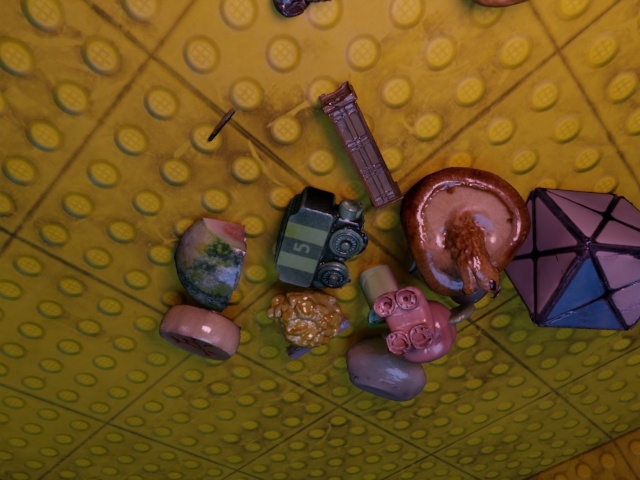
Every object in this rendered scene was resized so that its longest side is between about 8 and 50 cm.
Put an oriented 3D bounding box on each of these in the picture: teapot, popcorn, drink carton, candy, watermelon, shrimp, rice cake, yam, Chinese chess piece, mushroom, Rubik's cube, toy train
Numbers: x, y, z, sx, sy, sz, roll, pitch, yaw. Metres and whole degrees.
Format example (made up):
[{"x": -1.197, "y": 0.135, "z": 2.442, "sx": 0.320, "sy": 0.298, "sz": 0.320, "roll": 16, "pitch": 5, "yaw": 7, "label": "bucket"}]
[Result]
[{"x": 0.382, "y": 0.087, "z": 1.358, "sx": 0.251, "sy": 0.183, "sz": 0.183, "roll": 17, "pitch": 124, "yaw": -6, "label": "teapot"}, {"x": -0.050, "y": 0.234, "z": 1.406, "sx": 0.235, "sy": 0.217, "sz": 0.181, "roll": 6, "pitch": 100, "yaw": -3, "label": "popcorn"}, {"x": 0.190, "y": 0.161, "z": 1.383, "sx": 0.146, "sy": 0.142, "sz": 0.144, "roll": -16, "pitch": 146, "yaw": -7, "label": "drink carton"}, {"x": 0.230, "y": 0.442, "z": 1.575, "sx": 0.295, "sy": 0.185, "sz": 0.295, "roll": 15, "pitch": 148, "yaw": 9, "label": "candy"}, {"x": -0.312, "y": 0.092, "z": 1.304, "sx": 0.224, "sy": 0.180, "sz": 0.305, "roll": 41, "pitch": 128, "yaw": 19, "label": "watermelon"}, {"x": 0.010, "y": -0.515, "z": 0.896, "sx": 0.233, "sy": 0.090, "sz": 0.079, "roll": -10, "pitch": 109, "yaw": 19, "label": "shrimp"}, {"x": -0.009, "y": 0.341, "z": 1.574, "sx": 0.270, "sy": 0.049, "sz": 0.055, "roll": -35, "pitch": 137, "yaw": 17, "label": "rice cake"}, {"x": -0.242, "y": -0.281, "z": 1.097, "sx": 0.014, "sy": 0.014, "sz": 0.107, "roll": 34, "pitch": 116, "yaw": -27, "label": "yam"}, {"x": -0.372, "y": 0.286, "z": 1.398, "sx": 0.250, "sy": 0.103, "sz": 0.250, "roll": 13, "pitch": 152, "yaw": 7, "label": "Chinese chess piece"}, {"x": 0.378, "y": -0.025, "z": 1.158, "sx": 0.345, "sy": 0.259, "sz": 0.345, "roll": 0, "pitch": 91, "yaw": 3, "label": "mushroom"}, {"x": 0.745, "y": 0.057, "z": 1.278, "sx": 0.307, "sy": 0.310, "sz": 0.305, "roll": 5, "pitch": 126, "yaw": -7, "label": "Rubik's cube"}, {"x": 0.000, "y": 0.000, "z": 1.256, "sx": 0.238, "sy": 0.167, "sz": 0.299, "roll": 16, "pitch": 123, "yaw": -6, "label": "toy train"}]

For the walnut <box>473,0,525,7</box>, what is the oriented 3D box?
[{"x": 0.380, "y": -0.547, "z": 0.875, "sx": 0.197, "sy": 0.165, "sz": 0.165, "roll": -7, "pitch": 128, "yaw": 3, "label": "walnut"}]

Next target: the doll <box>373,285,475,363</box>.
[{"x": 0.285, "y": 0.224, "z": 1.269, "sx": 0.284, "sy": 0.268, "sz": 0.216, "roll": -21, "pitch": 84, "yaw": 27, "label": "doll"}]

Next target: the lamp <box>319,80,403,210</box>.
[{"x": 0.107, "y": -0.227, "z": 1.130, "sx": 0.089, "sy": 0.090, "sz": 0.325, "roll": -25, "pitch": 125, "yaw": 13, "label": "lamp"}]
